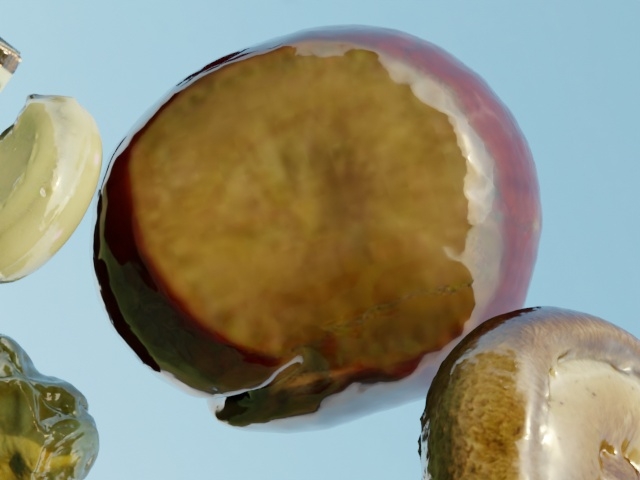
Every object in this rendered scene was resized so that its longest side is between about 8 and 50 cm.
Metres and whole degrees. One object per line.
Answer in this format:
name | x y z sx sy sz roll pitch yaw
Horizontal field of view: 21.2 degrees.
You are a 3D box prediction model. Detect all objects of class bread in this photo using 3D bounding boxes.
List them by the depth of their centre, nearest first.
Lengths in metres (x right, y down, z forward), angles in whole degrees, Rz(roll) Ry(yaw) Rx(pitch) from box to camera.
bread | -0.336 0.152 1.677 0.268 0.130 0.152 38 -25 0

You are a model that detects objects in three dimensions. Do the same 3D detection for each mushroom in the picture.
mushroom | 0.172 0.168 1.263 0.153 0.253 0.253 -14 -83 44

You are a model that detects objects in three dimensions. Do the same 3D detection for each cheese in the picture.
cheese | -0.261 -0.004 1.432 0.163 0.071 0.248 -24 -136 27

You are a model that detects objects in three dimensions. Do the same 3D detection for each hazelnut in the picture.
hazelnut | 0.000 0.000 1.546 0.409 0.359 0.359 -18 -85 9

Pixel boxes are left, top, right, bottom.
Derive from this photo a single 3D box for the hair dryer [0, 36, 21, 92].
hair dryer | -0.439 -0.093 1.878 0.203 0.128 0.362 38 -86 26
